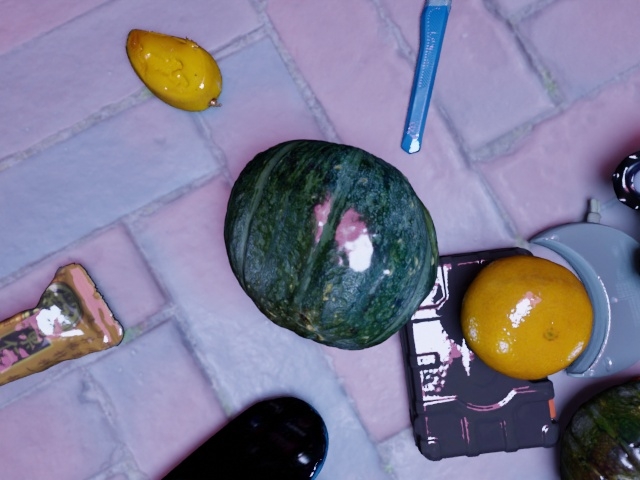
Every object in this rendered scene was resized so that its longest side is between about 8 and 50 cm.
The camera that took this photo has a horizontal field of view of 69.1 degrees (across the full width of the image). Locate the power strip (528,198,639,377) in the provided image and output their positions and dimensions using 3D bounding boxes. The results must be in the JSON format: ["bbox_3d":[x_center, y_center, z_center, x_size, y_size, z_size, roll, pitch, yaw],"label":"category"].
[{"bbox_3d":[0.409,0.067,0.686,0.167,0.054,0.254,-12,86,-3],"label":"power strip"}]

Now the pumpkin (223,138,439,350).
[{"bbox_3d":[0.000,0.000,0.596,0.292,0.197,0.264,28,94,20],"label":"pumpkin"}]

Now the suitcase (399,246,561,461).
[{"bbox_3d":[0.222,0.160,0.675,0.206,0.066,0.286,-7,86,0],"label":"suitcase"}]

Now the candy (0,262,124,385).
[{"bbox_3d":[-0.434,0.146,0.672,0.271,0.101,0.143,-28,92,-7],"label":"candy"}]

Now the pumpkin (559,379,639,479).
[{"bbox_3d":[0.432,0.294,0.592,0.237,0.159,0.238,2,118,3],"label":"pumpkin"}]

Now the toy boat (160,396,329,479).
[{"bbox_3d":[-0.114,0.349,0.662,0.298,0.092,0.134,-36,56,-8],"label":"toy boat"}]

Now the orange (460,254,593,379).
[{"bbox_3d":[0.255,0.094,0.586,0.156,0.124,0.156,-1,103,-3],"label":"orange"}]

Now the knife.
[{"bbox_3d":[0.165,-0.281,0.728,0.044,0.026,0.297,12,89,4],"label":"knife"}]

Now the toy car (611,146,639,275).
[{"bbox_3d":[0.524,-0.041,0.598,0.188,0.190,0.256,-8,82,-36],"label":"toy car"}]

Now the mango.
[{"bbox_3d":[-0.223,-0.261,0.712,0.187,0.066,0.101,32,95,8],"label":"mango"}]

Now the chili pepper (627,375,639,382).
[{"bbox_3d":[0.504,0.219,0.675,0.190,0.050,0.059,-8,69,-7],"label":"chili pepper"}]
